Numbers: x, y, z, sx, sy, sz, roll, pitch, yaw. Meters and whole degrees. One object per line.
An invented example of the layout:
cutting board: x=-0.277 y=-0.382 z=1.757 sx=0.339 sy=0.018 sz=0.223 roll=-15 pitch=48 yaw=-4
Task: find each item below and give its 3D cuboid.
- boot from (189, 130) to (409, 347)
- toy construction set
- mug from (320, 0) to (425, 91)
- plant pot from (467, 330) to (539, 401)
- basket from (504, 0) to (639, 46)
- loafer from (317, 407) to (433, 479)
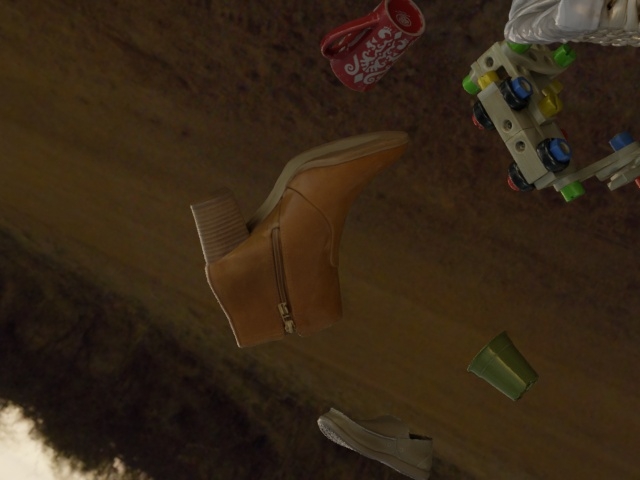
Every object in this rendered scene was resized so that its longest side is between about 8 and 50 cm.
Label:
boot: x=-0.001 y=0.001 z=0.951 sx=0.104 sy=0.295 sz=0.211 roll=-128 pitch=17 yaw=-72
toy construction set: x=0.335 y=-0.176 z=1.092 sx=0.328 sy=0.215 sz=0.151 roll=52 pitch=133 yaw=22
mug: x=0.096 y=-0.361 z=1.396 sx=0.113 sy=0.150 sz=0.169 roll=58 pitch=140 yaw=2
plant pot: x=0.270 y=0.187 z=1.097 sx=0.079 sy=0.083 sz=0.083 roll=44 pitch=167 yaw=26
basket: x=0.344 y=-0.334 z=0.695 sx=0.266 sy=0.329 sz=0.331 roll=9 pitch=-166 yaw=3
loafer: x=0.110 y=0.369 z=1.437 sx=0.268 sy=0.092 sz=0.102 roll=32 pitch=165 yaw=-28
